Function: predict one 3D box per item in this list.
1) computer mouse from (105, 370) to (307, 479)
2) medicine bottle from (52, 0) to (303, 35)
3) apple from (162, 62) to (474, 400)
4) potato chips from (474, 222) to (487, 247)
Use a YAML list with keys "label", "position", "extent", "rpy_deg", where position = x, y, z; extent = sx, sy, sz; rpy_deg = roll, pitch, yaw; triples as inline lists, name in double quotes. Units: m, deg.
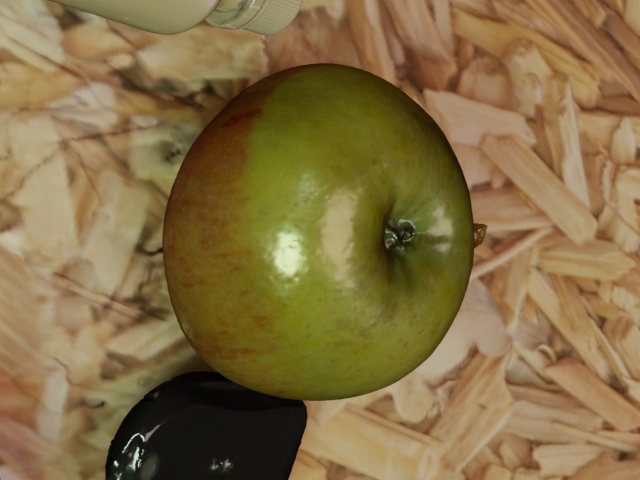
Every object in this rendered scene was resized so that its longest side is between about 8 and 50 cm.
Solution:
- label: "computer mouse"
  position: [-0.096, 0.161, 1.297]
  extent: [0.217, 0.073, 0.122]
  rpy_deg: [13, 101, -53]
- label: "medicine bottle"
  position: [-0.118, -0.203, 1.170]
  extent: [0.252, 0.114, 0.114]
  rpy_deg: [13, 90, -44]
- label: "apple"
  position: [0.000, 0.000, 1.272]
  extent: [0.260, 0.194, 0.261]
  rpy_deg: [-8, 101, -42]
- label: "potato chips"
  position: [0.075, 0.027, 1.463]
  extent: [0.204, 0.037, 0.026]
  rpy_deg: [-29, 128, -43]
